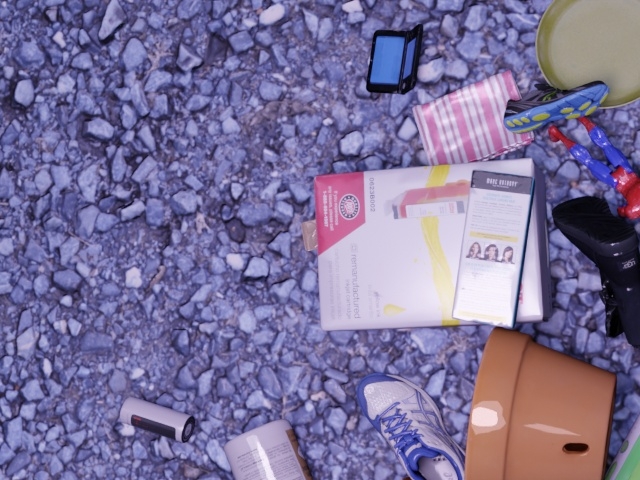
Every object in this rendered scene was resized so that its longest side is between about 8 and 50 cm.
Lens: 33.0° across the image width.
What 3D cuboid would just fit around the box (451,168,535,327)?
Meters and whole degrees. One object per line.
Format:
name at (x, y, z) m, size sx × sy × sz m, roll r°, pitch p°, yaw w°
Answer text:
box at (0.280, 0.014, 1.744) m, size 0.101 × 0.060 × 0.244 m, roll 8°, pitch 88°, yaw 15°

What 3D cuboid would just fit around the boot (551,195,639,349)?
boot at (0.479, 0.053, 1.820) m, size 0.094 × 0.246 × 0.207 m, roll -20°, pitch 112°, yaw -5°

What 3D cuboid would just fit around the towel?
towel at (0.275, -0.212, 1.962) m, size 0.197 × 0.029 × 0.144 m, roll -20°, pitch 77°, yaw 14°

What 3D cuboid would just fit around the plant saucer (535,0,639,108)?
plant saucer at (0.502, -0.346, 1.906) m, size 0.241 × 0.037 × 0.241 m, roll -2°, pitch 83°, yaw 16°

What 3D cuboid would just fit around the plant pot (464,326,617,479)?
plant pot at (0.360, 0.295, 1.734) m, size 0.203 × 0.291 × 0.290 m, roll 7°, pitch 85°, yaw 18°

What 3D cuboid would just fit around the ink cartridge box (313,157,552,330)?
ink cartridge box at (0.197, 0.012, 1.883) m, size 0.385 × 0.160 × 0.279 m, roll -4°, pitch 85°, yaw 15°

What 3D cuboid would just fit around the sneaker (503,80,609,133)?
sneaker at (0.403, -0.244, 1.868) m, size 0.188 × 0.067 × 0.078 m, roll -15°, pitch 59°, yaw 29°

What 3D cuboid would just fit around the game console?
game console at (0.137, -0.337, 1.999) m, size 0.071 × 0.107 × 0.122 m, roll 9°, pitch 86°, yaw -11°

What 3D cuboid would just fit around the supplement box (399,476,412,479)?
supplement box at (0.116, 0.532, 1.892) m, size 0.078 × 0.080 × 0.233 m, roll 34°, pitch 92°, yaw 18°

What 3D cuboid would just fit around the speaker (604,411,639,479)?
speaker at (0.531, 0.396, 1.760) m, size 0.131 × 0.131 × 0.296 m, roll 29°, pitch 92°, yaw 18°

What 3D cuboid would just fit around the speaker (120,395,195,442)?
speaker at (-0.311, 0.340, 2.055) m, size 0.136 × 0.055 × 0.055 m, roll 15°, pitch 88°, yaw 17°

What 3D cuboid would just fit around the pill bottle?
pill bottle at (-0.074, 0.447, 1.930) m, size 0.131 × 0.131 × 0.229 m, roll -26°, pitch 76°, yaw 12°

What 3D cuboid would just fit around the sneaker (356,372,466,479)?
sneaker at (0.169, 0.342, 1.872) m, size 0.296 × 0.131 × 0.112 m, roll 45°, pitch 99°, yaw 18°

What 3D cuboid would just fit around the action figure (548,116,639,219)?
action figure at (0.519, -0.102, 1.853) m, size 0.091 × 0.139 × 0.280 m, roll -43°, pitch 51°, yaw 10°

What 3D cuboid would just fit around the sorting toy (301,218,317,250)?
sorting toy at (0.000, 0.000, 2.026) m, size 0.062 × 0.012 × 0.083 m, roll -12°, pitch 76°, yaw 10°
